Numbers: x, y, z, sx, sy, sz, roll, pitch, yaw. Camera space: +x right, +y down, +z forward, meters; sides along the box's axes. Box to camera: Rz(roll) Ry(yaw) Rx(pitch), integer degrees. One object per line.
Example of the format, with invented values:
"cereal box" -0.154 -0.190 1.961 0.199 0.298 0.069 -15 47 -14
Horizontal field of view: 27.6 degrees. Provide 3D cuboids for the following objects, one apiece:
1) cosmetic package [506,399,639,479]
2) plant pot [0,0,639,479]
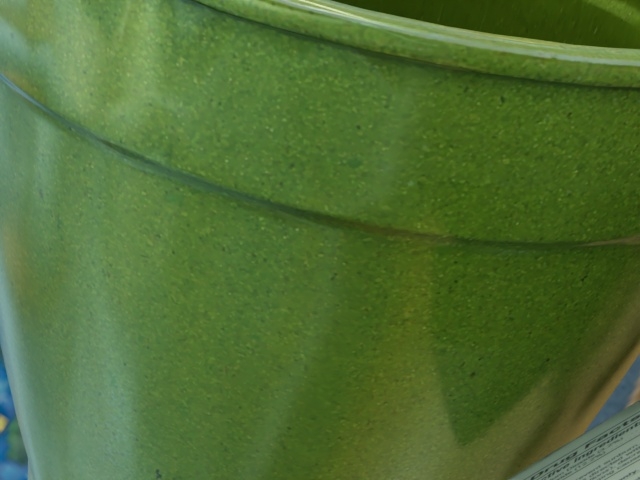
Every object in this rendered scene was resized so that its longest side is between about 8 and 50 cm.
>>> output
"cosmetic package" 0.136 0.111 0.331 0.160 0.113 0.309 -32 -1 8
"plant pot" 0.000 0.000 0.606 0.366 0.366 0.353 -85 6 -60
